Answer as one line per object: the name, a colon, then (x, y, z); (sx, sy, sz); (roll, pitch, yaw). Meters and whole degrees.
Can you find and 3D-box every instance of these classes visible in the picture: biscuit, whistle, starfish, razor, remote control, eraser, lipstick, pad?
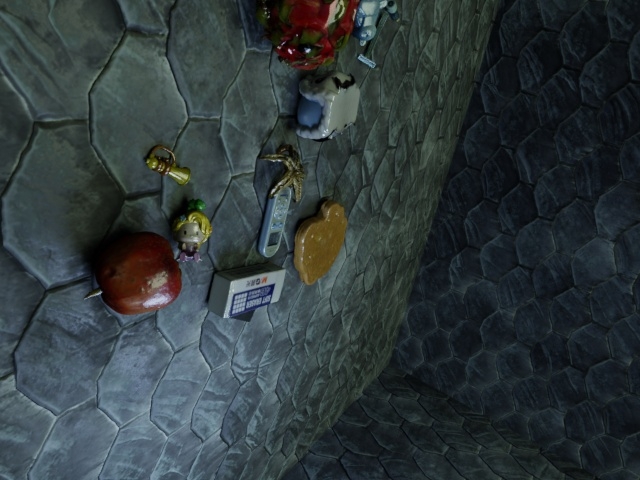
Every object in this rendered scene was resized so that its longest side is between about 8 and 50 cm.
biscuit: (0.000, 0.000, 1.759); (0.312, 0.057, 0.351); (-56, 153, -21)
whistle: (-0.340, -0.170, 1.019); (0.057, 0.046, 0.109); (-52, 148, 4)
starfish: (-0.102, -0.186, 1.355); (0.146, 0.074, 0.190); (-48, 129, -44)
razor: (0.187, -0.693, 1.563); (0.068, 0.037, 0.191); (23, 86, -22)
remote control: (-0.149, -0.064, 1.448); (0.087, 0.047, 0.244); (-16, 125, -61)
eraser: (-0.226, 0.150, 1.435); (0.279, 0.081, 0.124); (-8, 115, -60)
whistle: (0.130, -0.728, 1.367); (0.180, 0.093, 0.269); (-20, 132, -22)
lipstick: (0.260, -0.805, 1.609); (0.037, 0.037, 0.116); (-68, 158, 4)
pad: (-0.259, 0.209, 1.511); (0.116, 0.004, 0.193); (-65, 153, -5)

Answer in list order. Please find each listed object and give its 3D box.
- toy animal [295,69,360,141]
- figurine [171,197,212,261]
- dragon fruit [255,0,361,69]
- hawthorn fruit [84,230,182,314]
toy animal: (0.010, -0.400, 1.348); (0.208, 0.156, 0.204); (-42, 144, -52)
figurine: (-0.324, -0.026, 1.137); (0.094, 0.115, 0.156); (1, 93, -27)
dragon fruit: (-0.032, -0.562, 1.066); (0.231, 0.237, 0.303); (-59, 151, -64)
hawthorn fruit: (-0.403, 0.080, 0.973); (0.200, 0.179, 0.179); (-28, 138, -27)
